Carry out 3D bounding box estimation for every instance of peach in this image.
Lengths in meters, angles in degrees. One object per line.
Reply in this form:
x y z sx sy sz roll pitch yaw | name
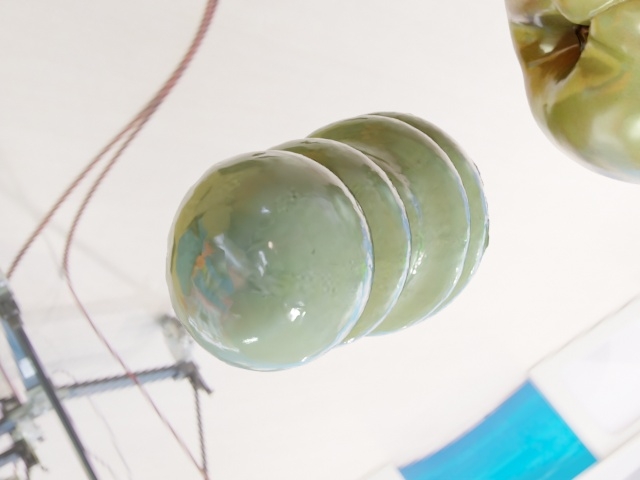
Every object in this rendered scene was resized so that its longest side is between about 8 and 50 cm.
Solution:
0.190 -0.121 0.571 0.184 0.184 0.184 -28 151 -17 | peach

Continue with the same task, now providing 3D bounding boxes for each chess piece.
0.000 0.000 0.546 0.133 0.133 0.243 -47 170 18 | chess piece
